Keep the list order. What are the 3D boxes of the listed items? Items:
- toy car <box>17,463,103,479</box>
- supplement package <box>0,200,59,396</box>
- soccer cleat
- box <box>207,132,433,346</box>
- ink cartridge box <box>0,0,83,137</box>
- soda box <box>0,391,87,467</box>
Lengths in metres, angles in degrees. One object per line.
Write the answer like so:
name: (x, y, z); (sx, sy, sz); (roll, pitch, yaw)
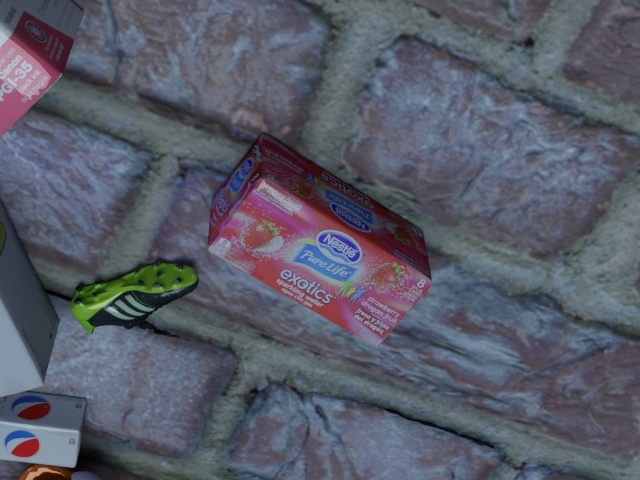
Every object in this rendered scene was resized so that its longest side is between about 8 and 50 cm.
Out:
toy car: (-0.364, 0.382, 1.660); (0.159, 0.136, 0.182); (-21, 127, -4)
supplement package: (-0.472, 0.063, 1.464); (0.204, 0.145, 0.262); (-15, 121, 6)
soccer cleat: (-0.235, 0.075, 1.537); (0.179, 0.060, 0.072); (-14, 130, 13)
box: (0.000, 0.000, 1.456); (0.257, 0.128, 0.122); (31, 115, -18)
ink cartridge box: (-0.400, -0.263, 1.236); (0.117, 0.207, 0.283); (-40, 115, 18)
soda box: (-0.432, 0.249, 1.616); (0.216, 0.074, 0.069); (8, 120, -7)
